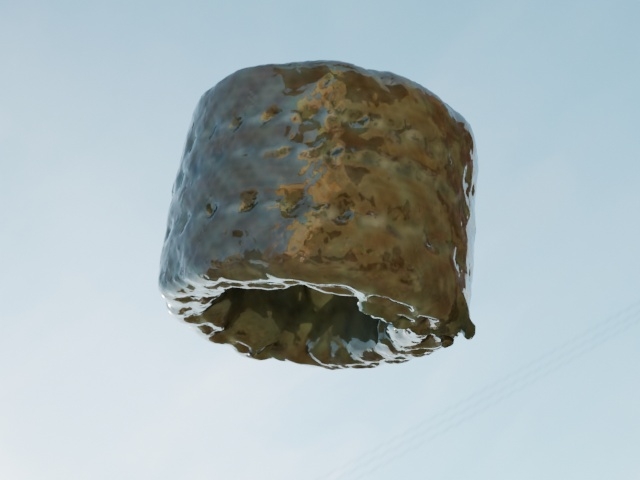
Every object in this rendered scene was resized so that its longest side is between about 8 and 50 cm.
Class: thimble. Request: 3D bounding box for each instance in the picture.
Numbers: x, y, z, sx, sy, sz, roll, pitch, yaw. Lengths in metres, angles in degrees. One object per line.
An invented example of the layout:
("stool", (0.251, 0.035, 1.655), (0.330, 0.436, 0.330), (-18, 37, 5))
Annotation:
("thimble", (-0.004, -0.003, 0.590), (0.196, 0.148, 0.229), (17, -23, -20))
